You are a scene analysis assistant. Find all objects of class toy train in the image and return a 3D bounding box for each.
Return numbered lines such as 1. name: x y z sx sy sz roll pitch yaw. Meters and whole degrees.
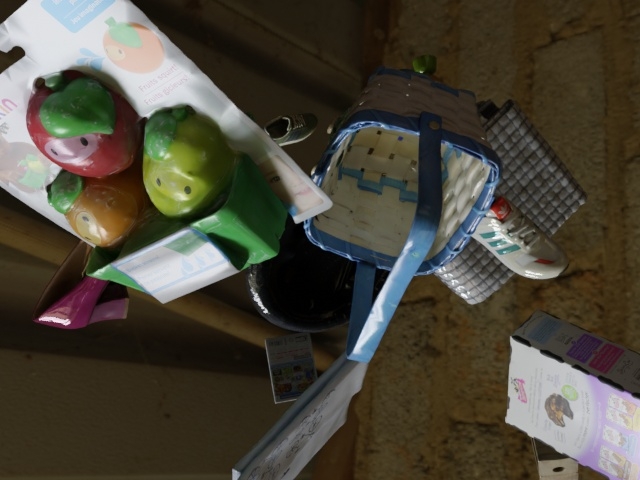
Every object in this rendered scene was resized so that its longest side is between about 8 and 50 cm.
1. toy train: 0.207 -0.289 1.391 0.105 0.248 0.143 4 -105 -22

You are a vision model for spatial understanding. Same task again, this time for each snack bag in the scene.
1. snack bag: -0.032 0.325 1.169 0.323 0.037 0.342 -42 -22 -33

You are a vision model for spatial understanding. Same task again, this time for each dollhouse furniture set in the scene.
1. dollhouse furniture set: 0.460 0.341 1.270 0.129 0.183 0.129 70 -165 -47

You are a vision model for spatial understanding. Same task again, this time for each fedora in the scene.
1. fedora: 0.000 0.000 1.352 0.334 0.152 0.334 -9 -60 -16

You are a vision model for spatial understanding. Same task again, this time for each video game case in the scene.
1. video game case: -0.053 0.240 1.391 0.087 0.011 0.122 -9 -99 -6

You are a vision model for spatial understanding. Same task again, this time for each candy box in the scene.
1. candy box: 0.334 0.199 0.912 0.070 0.196 0.165 -35 -46 -33

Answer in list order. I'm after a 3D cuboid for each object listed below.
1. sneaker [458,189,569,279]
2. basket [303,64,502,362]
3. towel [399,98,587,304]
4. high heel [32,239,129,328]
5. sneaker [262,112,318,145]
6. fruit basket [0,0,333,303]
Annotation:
1. sneaker: 0.229 -0.014 0.894 0.057 0.161 0.075 -46 -28 -10
2. basket: 0.084 -0.035 0.838 0.201 0.255 0.289 13 -134 -9
3. towel: 0.266 -0.068 1.230 0.284 0.121 0.235 -46 -72 -1
4. high heel: -0.453 0.017 1.386 0.181 0.127 0.377 -4 -58 -24
5. sneaker: -0.081 -0.297 1.923 0.192 0.086 0.064 -26 -101 -23
6. fruit basket: -0.215 -0.078 0.779 0.353 0.327 0.165 38 -137 -39
